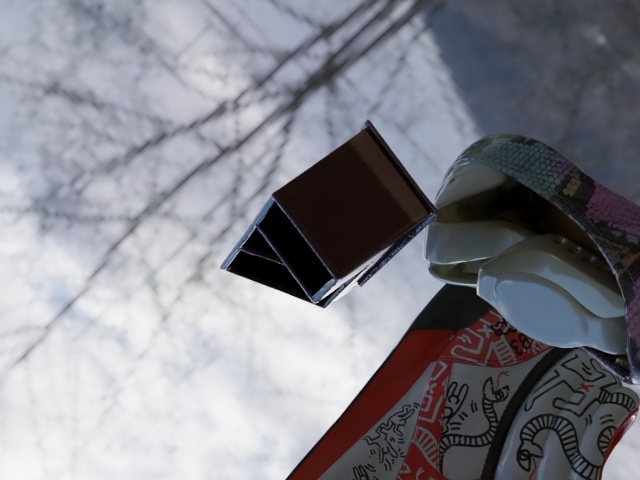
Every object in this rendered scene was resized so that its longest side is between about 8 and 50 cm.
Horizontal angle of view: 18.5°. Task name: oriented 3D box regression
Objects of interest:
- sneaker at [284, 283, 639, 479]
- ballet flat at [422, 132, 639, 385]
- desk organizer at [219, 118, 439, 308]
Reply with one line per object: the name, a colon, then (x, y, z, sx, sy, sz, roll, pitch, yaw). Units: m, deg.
sneaker: (0.061, 0.155, 1.072, 0.145, 0.270, 0.090, 35, 165, 14)
ballet flat: (0.094, 0.006, 0.845, 0.079, 0.076, 0.221, -12, -157, -25)
desk organizer: (0.000, 0.000, 0.816, 0.047, 0.050, 0.130, 53, 162, 4)
